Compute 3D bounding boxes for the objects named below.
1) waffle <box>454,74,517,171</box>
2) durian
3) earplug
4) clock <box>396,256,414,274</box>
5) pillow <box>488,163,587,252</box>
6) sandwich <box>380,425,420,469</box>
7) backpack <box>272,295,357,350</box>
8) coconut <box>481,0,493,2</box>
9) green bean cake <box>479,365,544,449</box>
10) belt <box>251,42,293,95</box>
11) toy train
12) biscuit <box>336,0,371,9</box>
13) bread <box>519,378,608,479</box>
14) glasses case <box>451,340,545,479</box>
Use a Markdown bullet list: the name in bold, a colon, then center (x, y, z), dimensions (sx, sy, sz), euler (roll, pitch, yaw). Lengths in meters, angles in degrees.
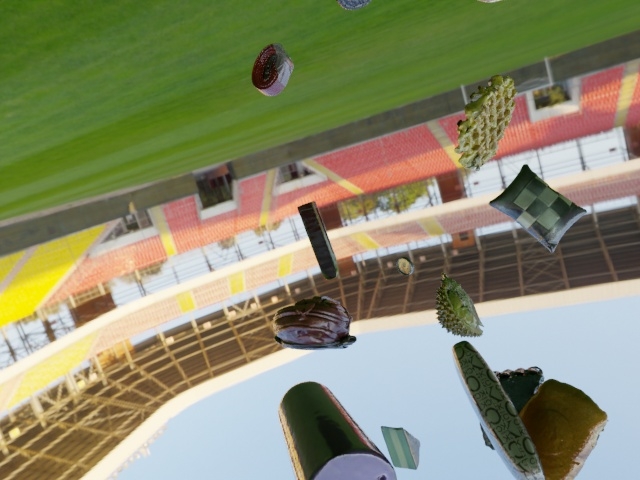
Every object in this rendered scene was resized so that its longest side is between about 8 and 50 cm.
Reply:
- **waffle**: center (0.446, -0.317, 1.387), dimensions (0.060, 0.261, 0.281), euler (24, -165, 35)
- **durian**: center (0.352, 0.173, 1.392), dimensions (0.102, 0.208, 0.147), euler (-35, 140, 29)
- **earplug**: center (0.005, 0.505, 1.301), dimensions (0.215, 0.214, 0.456), euler (-20, -165, -12)
- **clock**: center (0.373, 0.114, 2.276), dimensions (0.017, 0.085, 0.085), euler (-26, -167, -41)
- **pillow**: center (0.687, -0.103, 1.628), dimensions (0.186, 0.250, 0.106), euler (-46, 166, -6)
- **sandwich**: center (0.205, 0.541, 1.342), dimensions (0.074, 0.116, 0.074), euler (-9, -130, 32)
- **backpack**: center (-0.021, 0.214, 1.340), dimensions (0.230, 0.138, 0.229), euler (1, 162, 0)
- **coconut**: center (0.476, -0.763, 1.378), dimensions (0.227, 0.226, 0.230), euler (-17, -166, 6)
- **green bean cake**: center (0.533, 0.461, 1.423), dimensions (0.194, 0.208, 0.107), euler (-13, 172, 20)
- **belt**: center (-0.195, -0.697, 2.120), dimensions (0.128, 0.200, 0.124), euler (25, -176, 15)
- **toy train**: center (0.000, 0.000, 1.353), dimensions (0.044, 0.209, 0.042), euler (-17, -172, 23)
- **biscuit**: center (0.137, -0.943, 1.897), dimensions (0.195, 0.053, 0.194), euler (-21, 153, -11)
- **bread**: center (0.563, 0.463, 1.229), dimensions (0.245, 0.121, 0.174), euler (-57, -141, 4)
- **glasses case**: center (0.408, 0.399, 1.206), dimensions (0.085, 0.354, 0.137), euler (-26, 146, 5)
